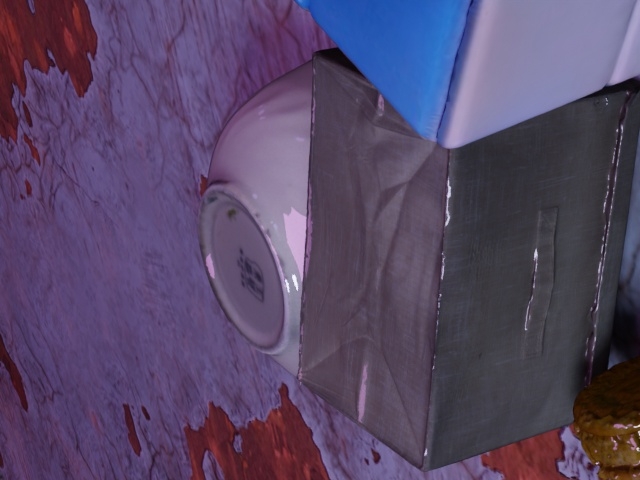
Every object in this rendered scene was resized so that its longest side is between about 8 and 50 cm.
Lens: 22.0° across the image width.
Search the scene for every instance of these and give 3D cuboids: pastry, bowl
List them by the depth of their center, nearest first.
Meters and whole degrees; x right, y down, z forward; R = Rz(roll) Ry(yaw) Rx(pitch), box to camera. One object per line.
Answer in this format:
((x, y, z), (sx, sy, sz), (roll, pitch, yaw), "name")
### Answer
((0.204, 0.105, 0.993), (0.109, 0.097, 0.057), (-14, 101, 51), "pastry")
((0.000, 0.000, 1.249), (0.277, 0.145, 0.277), (42, 141, 46), "bowl")

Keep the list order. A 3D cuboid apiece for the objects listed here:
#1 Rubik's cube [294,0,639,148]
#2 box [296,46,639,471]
((0.102, -0.266, 0.711), (0.291, 0.291, 0.290), (50, 147, 32), "Rubik's cube")
((0.090, 0.001, 1.036), (0.155, 0.149, 0.231), (34, 128, 49), "box")
